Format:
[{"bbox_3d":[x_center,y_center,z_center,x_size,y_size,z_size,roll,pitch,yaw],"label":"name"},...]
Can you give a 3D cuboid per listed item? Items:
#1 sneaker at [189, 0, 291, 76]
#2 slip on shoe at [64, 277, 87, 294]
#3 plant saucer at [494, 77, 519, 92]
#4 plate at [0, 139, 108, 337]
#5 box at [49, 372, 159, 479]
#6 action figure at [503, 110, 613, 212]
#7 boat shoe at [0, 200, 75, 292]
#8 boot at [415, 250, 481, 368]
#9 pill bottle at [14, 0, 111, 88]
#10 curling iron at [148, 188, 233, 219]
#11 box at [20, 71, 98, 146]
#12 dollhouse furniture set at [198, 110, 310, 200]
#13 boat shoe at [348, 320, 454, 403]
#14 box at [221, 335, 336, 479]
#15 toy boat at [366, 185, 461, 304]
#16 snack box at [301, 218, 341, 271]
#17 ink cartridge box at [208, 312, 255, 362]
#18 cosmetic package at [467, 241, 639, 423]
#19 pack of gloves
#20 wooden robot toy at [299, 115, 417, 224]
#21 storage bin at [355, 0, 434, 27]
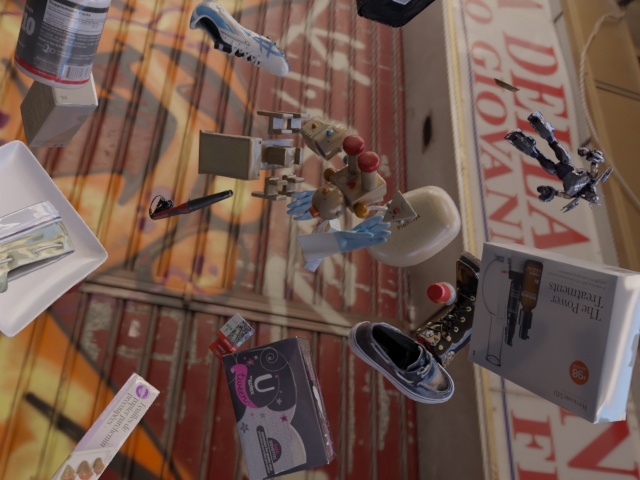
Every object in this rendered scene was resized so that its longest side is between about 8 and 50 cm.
[{"bbox_3d":[-0.173,-0.419,1.400,0.086,0.237,0.085,-59,-172,-18],"label":"sneaker"},{"bbox_3d":[-0.643,0.091,1.649,0.331,0.123,0.101,-164,-99,-72],"label":"slip on shoe"},{"bbox_3d":[0.540,-0.450,1.902,0.083,0.083,0.015,-115,-133,-64],"label":"plant saucer"},{"bbox_3d":[-0.545,-0.008,1.144,0.045,0.278,0.277,-24,-162,32],"label":"plate"},{"bbox_3d":[-0.391,0.368,1.108,0.067,0.063,0.324,-46,-172,41],"label":"box"},{"bbox_3d":[0.603,-0.190,1.651,0.185,0.099,0.285,-46,-106,23],"label":"action figure"},{"bbox_3d":[-0.487,0.037,0.940,0.109,0.094,0.302,-33,-176,44],"label":"boat shoe"},{"bbox_3d":[0.438,0.235,2.111,0.138,0.284,0.377,40,-17,39],"label":"boot"},{"bbox_3d":[-0.546,-0.486,1.400,0.161,0.161,0.283,-104,-144,-56],"label":"pill bottle"},{"bbox_3d":[-0.330,-0.097,1.633,0.274,0.035,0.068,-9,-112,33],"label":"curling iron"},{"bbox_3d":[-0.766,-0.393,1.900,0.311,0.121,0.148,-22,-102,50],"label":"box"},{"bbox_3d":[-0.161,-0.215,1.622,0.161,0.242,0.212,13,-75,32],"label":"dollhouse furniture set"},{"bbox_3d":[0.206,0.276,1.489,0.102,0.301,0.108,-26,-150,56],"label":"boat shoe"},{"bbox_3d":[-0.081,0.328,1.291,0.142,0.163,0.247,58,17,-76],"label":"box"},{"bbox_3d":[0.271,0.028,1.758,0.148,0.267,0.318,17,50,-67],"label":"toy boat"},{"bbox_3d":[0.000,0.000,1.707,0.141,0.037,0.100,-56,-158,25],"label":"snack box"},{"bbox_3d":[-0.229,0.246,1.653,0.115,0.063,0.029,-44,154,-8],"label":"ink cartridge box"},{"bbox_3d":[0.474,0.172,1.364,0.377,0.097,0.284,-161,-107,-63],"label":"cosmetic package"},{"bbox_3d":[0.043,-0.043,1.535,0.046,0.232,0.195,-85,157,-57],"label":"pack of gloves"},{"bbox_3d":[0.016,-0.058,0.645,0.173,0.079,0.076,51,-8,30],"label":"wooden robot toy"},{"bbox_3d":[0.158,-0.501,1.253,0.180,0.122,0.084,-28,-116,51],"label":"storage bin"}]
